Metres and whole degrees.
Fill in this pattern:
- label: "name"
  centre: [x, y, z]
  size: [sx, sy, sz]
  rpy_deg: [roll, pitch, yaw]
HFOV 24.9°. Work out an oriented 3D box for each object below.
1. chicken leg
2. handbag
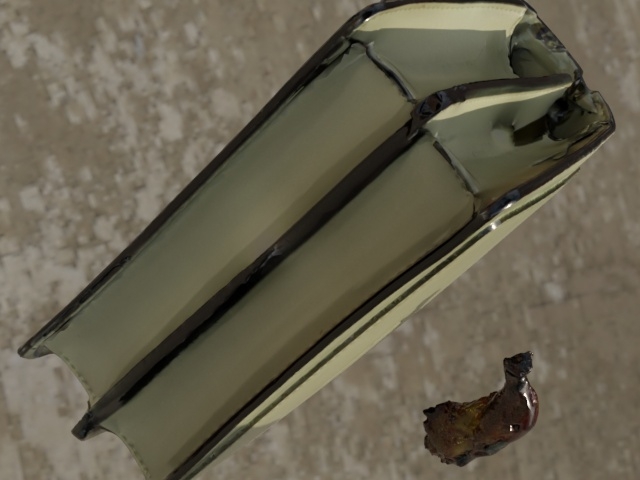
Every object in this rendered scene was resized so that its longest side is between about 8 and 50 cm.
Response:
- label: "chicken leg"
  centre: [0.109, 0.109, 0.927]
  size: [0.062, 0.145, 0.037]
  rpy_deg: [24, 54, -17]
- label: "handbag"
  centre: [0.000, 0.000, 0.943]
  size: [0.160, 0.358, 0.237]
  rpy_deg: [55, 30, 11]
